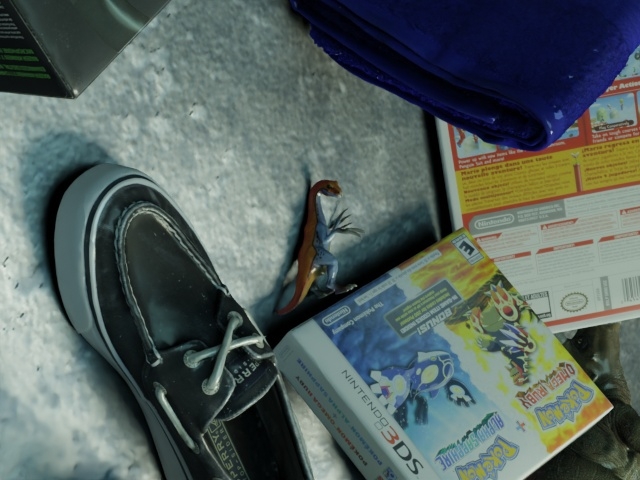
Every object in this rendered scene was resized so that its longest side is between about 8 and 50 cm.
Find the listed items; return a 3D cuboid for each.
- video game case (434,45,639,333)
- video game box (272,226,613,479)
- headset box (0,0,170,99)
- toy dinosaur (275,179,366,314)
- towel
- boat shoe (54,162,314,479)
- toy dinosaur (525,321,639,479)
[{"bbox_3d":[0.199,-0.065,1.365,0.204,0.025,0.285,-10,110,0],"label":"video game case"},{"bbox_3d":[0.093,0.106,1.285,0.205,0.048,0.187,-30,78,-39],"label":"video game box"},{"bbox_3d":[-0.162,-0.251,0.979,0.246,0.131,0.283,-52,129,-27],"label":"headset box"},{"bbox_3d":[0.000,0.000,1.255,0.090,0.047,0.082,-23,95,-30],"label":"toy dinosaur"},{"bbox_3d":[0.153,-0.200,1.266,0.308,0.228,0.076,-45,157,-31],"label":"towel"},{"bbox_3d":[-0.077,0.084,1.142,0.108,0.102,0.301,-39,123,-35],"label":"boat shoe"},{"bbox_3d":[0.216,0.195,1.387,0.121,0.160,0.313,94,15,-45],"label":"toy dinosaur"}]
